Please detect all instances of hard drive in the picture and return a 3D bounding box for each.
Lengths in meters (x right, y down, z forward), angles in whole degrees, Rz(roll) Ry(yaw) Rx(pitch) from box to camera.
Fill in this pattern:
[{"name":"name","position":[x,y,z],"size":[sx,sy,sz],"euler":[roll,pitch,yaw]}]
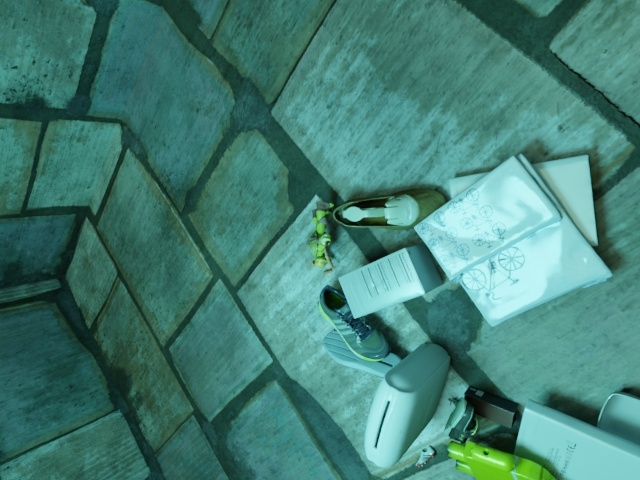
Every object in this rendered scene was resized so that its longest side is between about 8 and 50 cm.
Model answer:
[{"name":"hard drive","position":[0.643,0.529,0.933],"size":[0.353,0.047,0.232],"euler":[17,127,34]},{"name":"hard drive","position":[0.482,-0.077,0.994],"size":[0.308,0.040,0.202],"euler":[-6,95,37]}]

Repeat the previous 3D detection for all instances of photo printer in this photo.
[{"name":"photo printer","position":[0.232,0.441,1.105],"size":[0.107,0.308,0.255],"euler":[22,110,33]}]

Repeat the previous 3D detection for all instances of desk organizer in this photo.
[{"name":"desk organizer","position":[0.456,0.448,1.100],"size":[0.130,0.047,0.050],"euler":[12,110,37]}]

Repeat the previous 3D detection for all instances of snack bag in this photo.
[{"name":"snack bag","position":[0.443,0.020,0.993],"size":[0.323,0.037,0.342],"euler":[-39,79,37]}]

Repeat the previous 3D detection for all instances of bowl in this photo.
[{"name":"bowl","position":[0.702,0.410,0.903],"size":[0.142,0.053,0.141],"euler":[17,108,33]}]

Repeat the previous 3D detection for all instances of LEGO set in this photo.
[{"name":"LEGO set","position":[0.403,0.474,1.164],"size":[0.083,0.023,0.054],"euler":[48,137,3]}]

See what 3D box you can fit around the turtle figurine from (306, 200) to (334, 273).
[{"name":"turtle figurine","position":[0.000,0.000,1.297],"size":[0.087,0.269,0.217],"euler":[0,72,3]}]

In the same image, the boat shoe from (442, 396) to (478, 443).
[{"name":"boat shoe","position":[0.385,0.486,1.093],"size":[0.069,0.081,0.227],"euler":[23,149,21]}]

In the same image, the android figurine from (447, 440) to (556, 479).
[{"name":"android figurine","position":[0.472,0.599,1.042],"size":[0.273,0.056,0.248],"euler":[4,136,40]}]

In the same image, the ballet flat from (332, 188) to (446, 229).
[{"name":"ballet flat","position":[0.178,-0.083,1.170],"size":[0.343,0.124,0.116],"euler":[1,98,37]}]

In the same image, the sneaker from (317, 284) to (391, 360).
[{"name":"sneaker","position":[0.092,0.253,1.263],"size":[0.300,0.111,0.121],"euler":[38,161,30]}]

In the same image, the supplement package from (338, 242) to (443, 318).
[{"name":"supplement package","position":[0.200,0.117,1.179],"size":[0.244,0.139,0.133],"euler":[-28,79,37]}]

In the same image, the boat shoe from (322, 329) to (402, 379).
[{"name":"boat shoe","position":[0.135,0.379,1.299],"size":[0.303,0.109,0.094],"euler":[16,146,41]}]

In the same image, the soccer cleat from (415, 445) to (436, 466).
[{"name":"soccer cleat","position":[0.319,0.664,1.256],"size":[0.035,0.029,0.083],"euler":[52,121,29]}]
